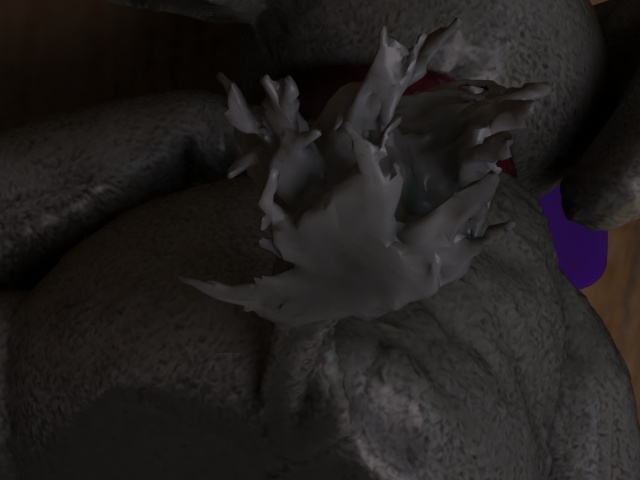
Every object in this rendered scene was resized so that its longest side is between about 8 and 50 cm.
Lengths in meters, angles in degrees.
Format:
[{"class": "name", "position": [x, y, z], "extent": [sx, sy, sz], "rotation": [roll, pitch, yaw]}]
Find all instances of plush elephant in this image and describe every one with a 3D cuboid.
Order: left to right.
[{"class": "plush elephant", "position": [0.000, 0.000, 0.555], "extent": [0.272, 0.255, 0.330], "rotation": [29, 134, -1]}]

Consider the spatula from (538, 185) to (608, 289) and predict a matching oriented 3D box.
[{"class": "spatula", "position": [0.158, -0.043, 0.726], "extent": [0.296, 0.030, 0.084], "rotation": [-21, 120, -14]}]
